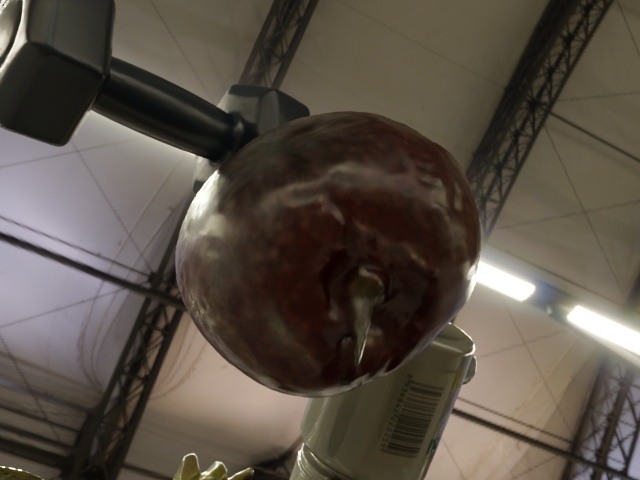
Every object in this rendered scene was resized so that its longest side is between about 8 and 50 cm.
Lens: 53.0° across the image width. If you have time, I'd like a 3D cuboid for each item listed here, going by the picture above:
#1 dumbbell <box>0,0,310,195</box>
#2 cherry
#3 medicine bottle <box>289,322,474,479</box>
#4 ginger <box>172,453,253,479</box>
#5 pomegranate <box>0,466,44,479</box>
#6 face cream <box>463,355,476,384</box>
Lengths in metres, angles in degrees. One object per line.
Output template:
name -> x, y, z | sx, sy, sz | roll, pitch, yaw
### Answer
dumbbell -> -0.158, -0.129, 0.639 | 0.144, 0.160, 0.324 | -21, -29, 39
cherry -> 0.000, 0.000, 0.516 | 0.230, 0.300, 0.203 | -36, -58, -3
medicine bottle -> 0.081, 0.271, 0.980 | 0.208, 0.208, 0.340 | 18, -82, -9
ginger -> -0.309, 0.583, 1.351 | 0.358, 0.211, 0.414 | -26, -35, -22
pomegranate -> -0.396, 0.334, 0.667 | 0.240, 0.190, 0.159 | 21, -79, 15
face cream -> 0.185, 0.209, 1.171 | 0.084, 0.057, 0.198 | 6, 3, -44
